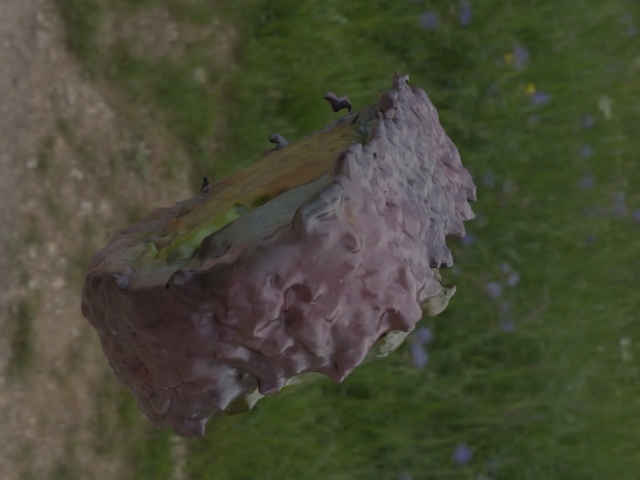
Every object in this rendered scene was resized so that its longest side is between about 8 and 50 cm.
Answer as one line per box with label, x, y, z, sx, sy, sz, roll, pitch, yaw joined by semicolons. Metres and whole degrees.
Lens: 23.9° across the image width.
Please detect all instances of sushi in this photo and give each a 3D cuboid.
sushi;-0.018;0.007;0.720;0.107;0.161;0.241;65;18;-15
